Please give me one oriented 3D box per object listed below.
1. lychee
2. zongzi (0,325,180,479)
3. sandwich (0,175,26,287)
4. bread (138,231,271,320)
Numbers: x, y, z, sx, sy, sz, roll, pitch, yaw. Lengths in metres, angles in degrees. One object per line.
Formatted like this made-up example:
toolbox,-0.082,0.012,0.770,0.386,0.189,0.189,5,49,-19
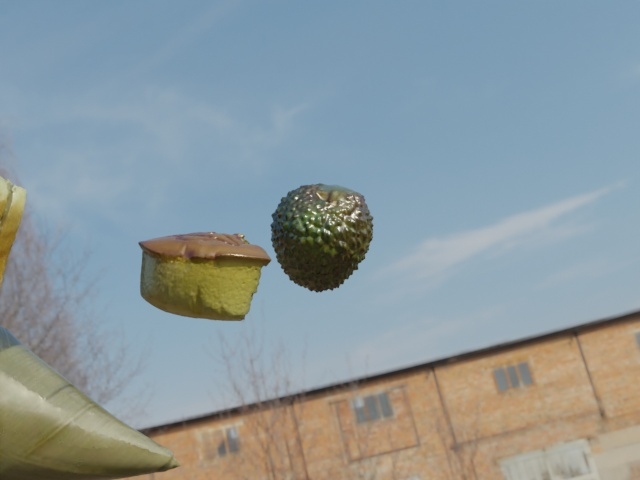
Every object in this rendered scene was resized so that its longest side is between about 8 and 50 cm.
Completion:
lychee,0.000,0.000,1.274,0.171,0.171,0.171,-12,-19,-4
zongzi,-0.298,0.161,0.570,0.317,0.154,0.289,34,-66,-10
sandwich,-0.557,0.016,1.243,0.273,0.249,0.095,0,-18,39
bread,-0.121,0.032,0.855,0.125,0.086,0.156,6,0,-11
